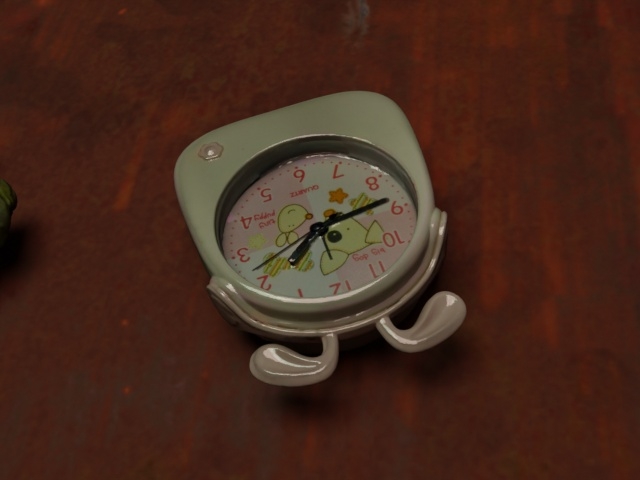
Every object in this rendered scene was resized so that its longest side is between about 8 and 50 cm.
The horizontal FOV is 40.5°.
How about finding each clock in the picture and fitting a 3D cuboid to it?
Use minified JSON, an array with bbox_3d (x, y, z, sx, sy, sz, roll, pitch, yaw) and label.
[{"bbox_3d":[0.000,0.000,0.519,0.151,0.062,0.191,-16,53,-4],"label":"clock"}]

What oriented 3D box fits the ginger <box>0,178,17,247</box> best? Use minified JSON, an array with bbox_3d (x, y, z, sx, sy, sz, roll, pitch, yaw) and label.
[{"bbox_3d":[-0.326,-0.046,0.596,0.289,0.089,0.137,17,75,26],"label":"ginger"}]
